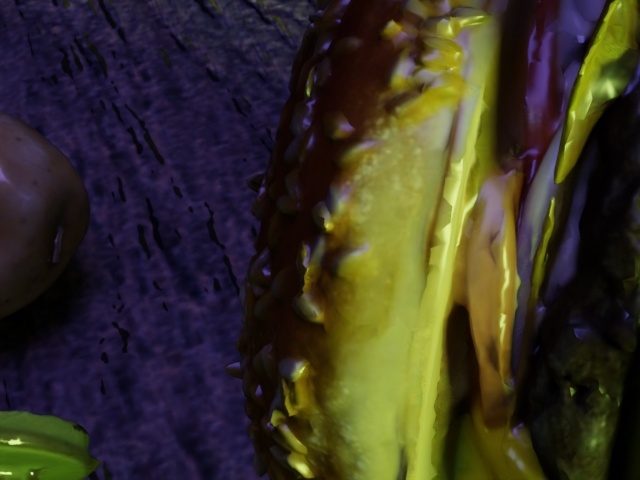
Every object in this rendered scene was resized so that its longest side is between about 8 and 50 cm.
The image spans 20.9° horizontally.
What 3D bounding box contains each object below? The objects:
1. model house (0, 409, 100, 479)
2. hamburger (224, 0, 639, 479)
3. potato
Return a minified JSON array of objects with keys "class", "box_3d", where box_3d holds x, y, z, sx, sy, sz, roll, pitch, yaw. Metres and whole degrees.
[{"class":"model house","box_3d":[-0.207,0.207,0.616,0.205,0.218,0.279,11,68,-33]},{"class":"hamburger","box_3d":[0.091,0.004,0.646,0.225,0.291,0.291,11,45,12]},{"class":"potato","box_3d":[-0.204,-0.014,0.864,0.178,0.109,0.118,3,65,25]}]
